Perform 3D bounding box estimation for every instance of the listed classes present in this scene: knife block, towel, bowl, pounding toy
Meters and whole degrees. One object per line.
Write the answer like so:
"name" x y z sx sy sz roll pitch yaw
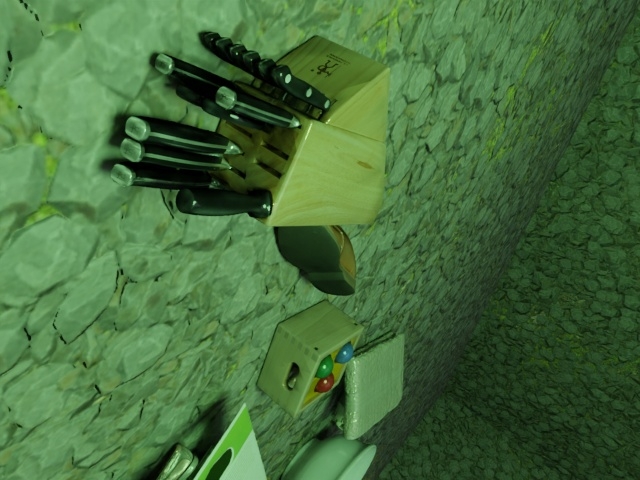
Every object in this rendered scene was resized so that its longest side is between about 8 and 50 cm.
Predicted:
"knife block" -0.043 -0.059 0.458 0.242 0.088 0.276 -44 153 -24
"towel" 0.128 0.330 1.205 0.282 0.049 0.187 -5 96 -59
"bowl" -0.004 0.578 1.229 0.298 0.134 0.298 -42 152 -28
"pounding toy" 0.003 0.199 0.839 0.206 0.094 0.181 -19 135 -53

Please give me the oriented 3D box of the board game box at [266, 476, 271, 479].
"board game box" -0.068 0.549 0.863 0.064 0.316 0.242 -58 156 4

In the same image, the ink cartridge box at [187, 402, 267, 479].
"ink cartridge box" -0.160 0.362 0.691 0.189 0.096 0.255 -52 143 -50

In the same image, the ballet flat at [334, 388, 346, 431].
"ballet flat" 0.068 0.436 1.271 0.068 0.072 0.213 -36 149 -17

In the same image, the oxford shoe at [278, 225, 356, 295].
"oxford shoe" 0.000 0.000 0.654 0.212 0.076 0.076 61 35 -60

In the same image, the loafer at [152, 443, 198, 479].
"loafer" -0.218 0.323 0.663 0.125 0.039 0.045 -44 -167 -23
